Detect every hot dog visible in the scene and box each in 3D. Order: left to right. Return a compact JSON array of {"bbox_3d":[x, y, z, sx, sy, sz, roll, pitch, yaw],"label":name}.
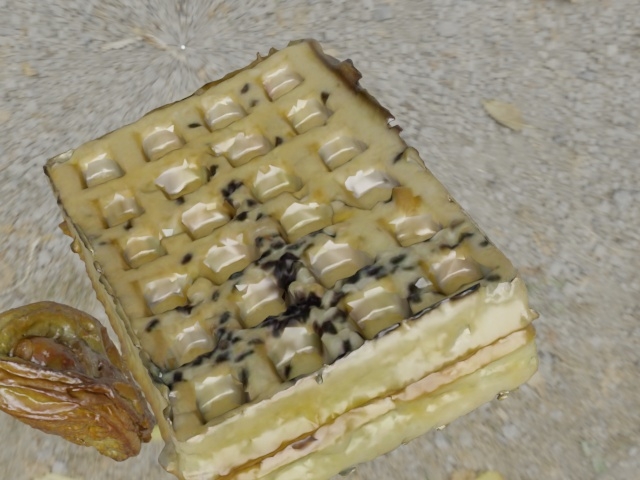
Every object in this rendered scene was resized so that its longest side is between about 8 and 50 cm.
[{"bbox_3d":[-0.277,0.154,1.522,0.114,0.259,0.175,-38,60,5],"label":"hot dog"}]

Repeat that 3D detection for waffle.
[{"bbox_3d":[-0.039,0.011,0.970,0.261,0.376,0.114,-23,129,-8],"label":"waffle"}]
